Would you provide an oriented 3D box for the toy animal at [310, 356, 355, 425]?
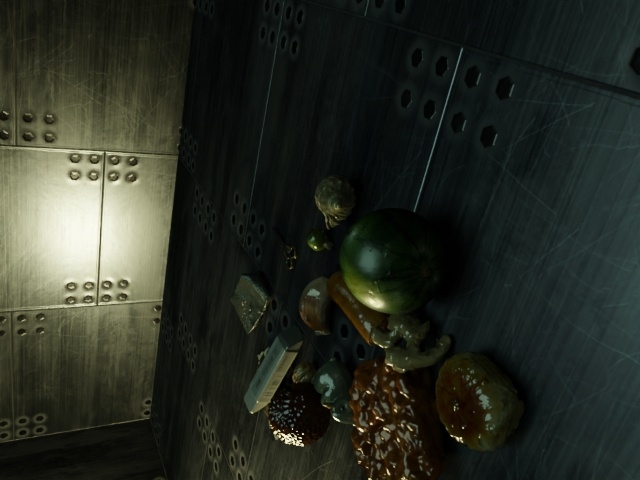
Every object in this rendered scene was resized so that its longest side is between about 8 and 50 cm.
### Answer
[{"bbox_3d":[0.062,0.445,1.588,0.236,0.108,0.138,52,134,47],"label":"toy animal"}]

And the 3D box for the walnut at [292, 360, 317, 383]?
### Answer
[{"bbox_3d":[-0.051,0.437,1.829,0.079,0.082,0.096,43,133,16],"label":"walnut"}]

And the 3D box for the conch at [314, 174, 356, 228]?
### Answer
[{"bbox_3d":[0.030,-0.117,1.609,0.155,0.130,0.207,-67,20,15],"label":"conch"}]

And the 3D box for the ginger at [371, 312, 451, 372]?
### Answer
[{"bbox_3d":[0.182,0.207,1.338,0.259,0.149,0.065,48,168,46],"label":"ginger"}]

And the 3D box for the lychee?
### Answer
[{"bbox_3d":[-0.067,0.525,1.735,0.200,0.200,0.238,37,153,55],"label":"lychee"}]

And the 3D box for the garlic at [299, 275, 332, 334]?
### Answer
[{"bbox_3d":[0.004,0.181,1.733,0.128,0.090,0.198,35,115,38],"label":"garlic"}]

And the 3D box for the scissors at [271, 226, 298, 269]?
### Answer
[{"bbox_3d":[-0.133,0.013,2.028,0.220,0.017,0.088,54,137,47],"label":"scissors"}]

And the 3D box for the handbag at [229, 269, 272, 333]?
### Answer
[{"bbox_3d":[-0.271,0.239,2.233,0.175,0.088,0.270,61,141,28],"label":"handbag"}]

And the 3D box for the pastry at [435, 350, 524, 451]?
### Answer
[{"bbox_3d":[0.310,0.327,1.148,0.192,0.093,0.182,46,132,51],"label":"pastry"}]

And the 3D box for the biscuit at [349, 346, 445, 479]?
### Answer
[{"bbox_3d":[0.173,0.433,1.384,0.312,0.110,0.318,-40,57,56],"label":"biscuit"}]

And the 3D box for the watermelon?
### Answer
[{"bbox_3d":[0.161,0.044,1.263,0.242,0.242,0.243,3,94,61],"label":"watermelon"}]

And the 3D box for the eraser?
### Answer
[{"bbox_3d":[-0.164,0.450,1.972,0.352,0.061,0.089,-62,36,18],"label":"eraser"}]

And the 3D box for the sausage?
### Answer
[{"bbox_3d":[0.099,0.167,1.517,0.270,0.108,0.109,48,131,51],"label":"sausage"}]

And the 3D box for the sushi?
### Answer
[{"bbox_3d":[-0.182,0.550,2.077,0.320,0.068,0.340,-44,53,53],"label":"sushi"}]

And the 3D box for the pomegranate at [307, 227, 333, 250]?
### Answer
[{"bbox_3d":[-0.001,-0.004,1.735,0.084,0.073,0.073,1,92,44],"label":"pomegranate"}]
